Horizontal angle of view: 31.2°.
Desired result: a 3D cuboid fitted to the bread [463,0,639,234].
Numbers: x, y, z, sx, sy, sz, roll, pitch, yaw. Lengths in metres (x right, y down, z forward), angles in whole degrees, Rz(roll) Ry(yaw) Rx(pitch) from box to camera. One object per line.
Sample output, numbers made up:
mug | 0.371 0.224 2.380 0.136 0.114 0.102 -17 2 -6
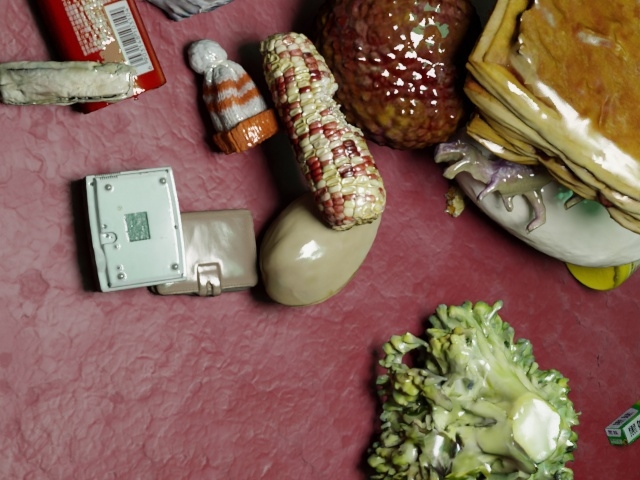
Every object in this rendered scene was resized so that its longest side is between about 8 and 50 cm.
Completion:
bread | 0.359 -0.204 1.556 0.370 0.191 0.314 36 57 -10

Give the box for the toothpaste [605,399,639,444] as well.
toothpaste | 0.574 0.302 2.018 0.178 0.043 0.037 -28 102 -33

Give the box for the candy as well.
candy | 0.398 -0.149 1.807 0.427 0.186 0.386 40 58 -10

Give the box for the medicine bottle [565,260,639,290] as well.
medicine bottle | 0.519 -0.016 1.957 0.212 0.122 0.122 -36 107 -31

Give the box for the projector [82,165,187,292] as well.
projector | -0.234 -0.014 1.445 0.115 0.061 0.147 -8 90 -15

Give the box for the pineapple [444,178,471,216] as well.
pineapple | 0.222 -0.076 1.816 0.083 0.019 0.045 -49 119 -28

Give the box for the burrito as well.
burrito | -0.315 -0.189 1.384 0.188 0.045 0.058 -1 114 -4

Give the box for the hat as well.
hat | -0.122 -0.199 1.542 0.112 0.093 0.162 -32 99 -60

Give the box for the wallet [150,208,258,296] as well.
wallet | -0.157 0.017 1.529 0.152 0.039 0.118 -2 86 -32

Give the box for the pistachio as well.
pistachio | 0.000 0.000 1.585 0.226 0.136 0.136 -45 111 -27

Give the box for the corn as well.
corn | 0.001 -0.151 1.517 0.098 0.098 0.290 -16 80 -35

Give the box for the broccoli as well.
broccoli | 0.225 0.263 1.679 0.324 0.272 0.334 38 67 17

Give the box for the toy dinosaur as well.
toy dinosaur | 0.302 -0.126 1.644 0.251 0.072 0.200 -33 80 0

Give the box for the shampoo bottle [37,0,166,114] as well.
shampoo bottle | -0.300 -0.318 1.430 0.118 0.076 0.314 -25 101 -20

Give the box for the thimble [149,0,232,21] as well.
thimble | -0.166 -0.419 1.484 0.217 0.157 0.245 -19 98 -34

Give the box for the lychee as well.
lychee | 0.108 -0.255 1.602 0.260 0.260 0.260 3 85 -35
